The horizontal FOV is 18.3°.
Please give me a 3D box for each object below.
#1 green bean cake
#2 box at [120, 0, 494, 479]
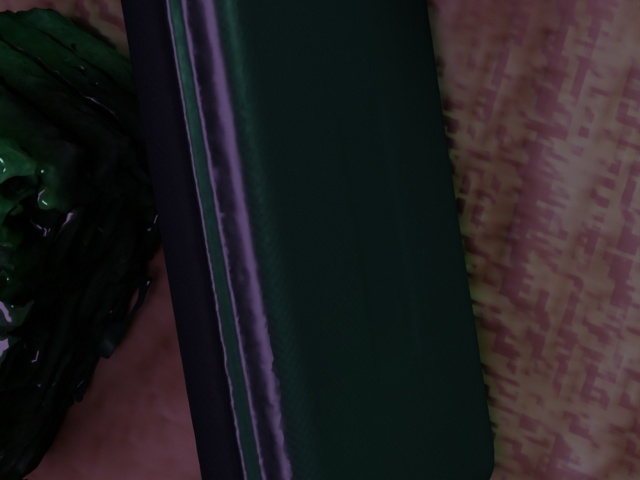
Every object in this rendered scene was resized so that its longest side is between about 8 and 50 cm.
[{"bbox_3d":[-0.145,0.021,0.773,0.107,0.193,0.208,32,111,9],"label":"green bean cake"},{"bbox_3d":[0.000,0.000,0.722,0.050,0.160,0.230,-6,97,30],"label":"box"}]
